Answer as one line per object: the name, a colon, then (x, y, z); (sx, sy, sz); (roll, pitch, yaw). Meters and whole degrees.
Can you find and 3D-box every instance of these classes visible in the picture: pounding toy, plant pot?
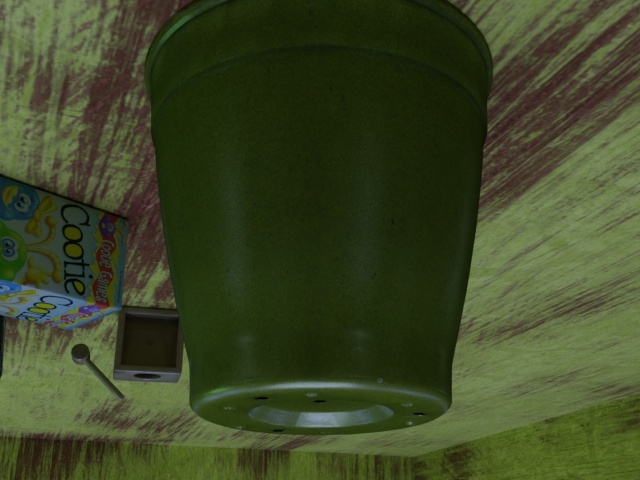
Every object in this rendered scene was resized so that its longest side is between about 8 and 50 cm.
pounding toy: (-0.373, 0.227, 1.551); (0.206, 0.181, 0.094); (5, 157, -13)
plant pot: (0.000, 0.000, 0.794); (0.366, 0.353, 0.366); (-1, 158, 0)

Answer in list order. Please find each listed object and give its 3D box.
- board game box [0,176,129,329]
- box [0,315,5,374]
board game box: (-0.419, 0.015, 1.092); (0.142, 0.144, 0.275); (-20, 151, 38)
box: (-0.650, 0.183, 1.467); (0.142, 0.163, 0.247); (5, 157, -22)
